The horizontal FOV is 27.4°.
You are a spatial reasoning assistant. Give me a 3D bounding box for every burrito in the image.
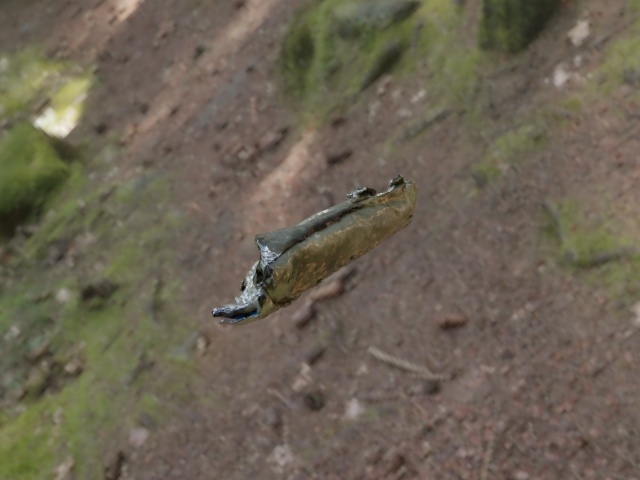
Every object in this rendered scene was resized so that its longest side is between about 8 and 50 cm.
[{"bbox_3d":[0.001,0.002,0.736,0.051,0.042,0.171,-29,-1,39],"label":"burrito"}]
